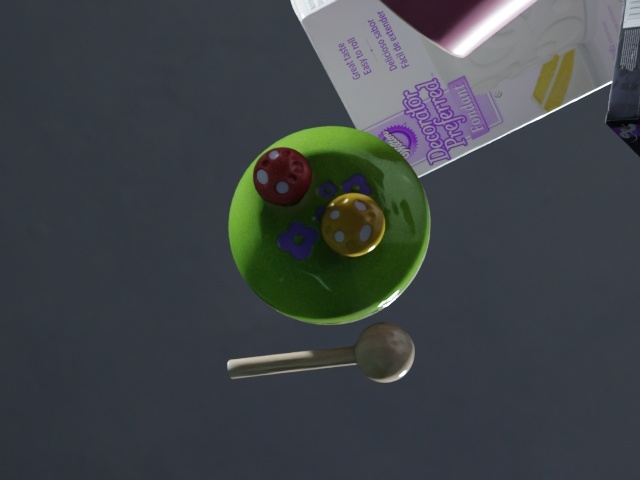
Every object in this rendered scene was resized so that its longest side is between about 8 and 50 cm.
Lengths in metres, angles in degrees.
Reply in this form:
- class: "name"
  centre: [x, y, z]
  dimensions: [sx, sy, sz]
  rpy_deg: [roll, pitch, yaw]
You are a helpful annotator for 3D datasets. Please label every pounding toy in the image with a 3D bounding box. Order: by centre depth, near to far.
- class: "pounding toy"
  centre: [0.000, 0.000, 1.351]
  dimensions: [0.110, 0.183, 0.236]
  rpy_deg: [62, -150, -73]

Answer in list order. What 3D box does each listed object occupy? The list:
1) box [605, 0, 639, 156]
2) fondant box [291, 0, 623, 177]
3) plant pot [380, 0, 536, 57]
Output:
- class: "box"
  centre: [0.262, -0.107, 1.145]
  dimensions: [0.029, 0.116, 0.162]
  rpy_deg: [-2, 158, 35]
- class: "fondant box"
  centre: [0.166, -0.232, 1.670]
  dimensions: [0.238, 0.330, 0.096]
  rpy_deg: [60, -173, -32]
- class: "plant pot"
  centre: [0.127, -0.261, 1.287]
  dimensions: [0.201, 0.180, 0.201]
  rpy_deg: [37, -163, -13]
